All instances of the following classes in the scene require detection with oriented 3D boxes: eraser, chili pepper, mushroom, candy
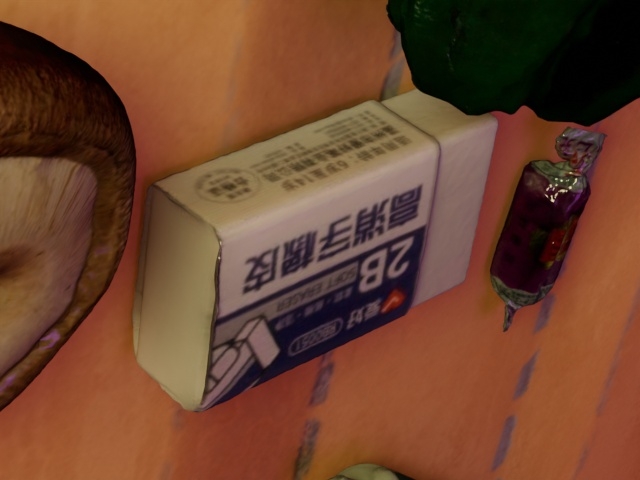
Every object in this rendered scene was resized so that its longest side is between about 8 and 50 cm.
[{"bbox_3d":[0.000,0.000,1.005,0.210,0.068,0.124,-24,135,-37],"label":"eraser"},{"bbox_3d":[0.134,-0.177,0.901,0.173,0.165,0.261,10,127,-18],"label":"chili pepper"},{"bbox_3d":[-0.176,-0.010,0.737,0.194,0.138,0.231,-51,161,-27],"label":"mushroom"},{"bbox_3d":[0.143,-0.009,1.199,0.045,0.043,0.175,-21,140,-41],"label":"candy"}]

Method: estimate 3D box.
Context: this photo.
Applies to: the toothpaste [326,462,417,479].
[{"bbox_3d":[0.085,0.219,1.326,0.099,0.061,0.392,-55,149,0],"label":"toothpaste"}]
